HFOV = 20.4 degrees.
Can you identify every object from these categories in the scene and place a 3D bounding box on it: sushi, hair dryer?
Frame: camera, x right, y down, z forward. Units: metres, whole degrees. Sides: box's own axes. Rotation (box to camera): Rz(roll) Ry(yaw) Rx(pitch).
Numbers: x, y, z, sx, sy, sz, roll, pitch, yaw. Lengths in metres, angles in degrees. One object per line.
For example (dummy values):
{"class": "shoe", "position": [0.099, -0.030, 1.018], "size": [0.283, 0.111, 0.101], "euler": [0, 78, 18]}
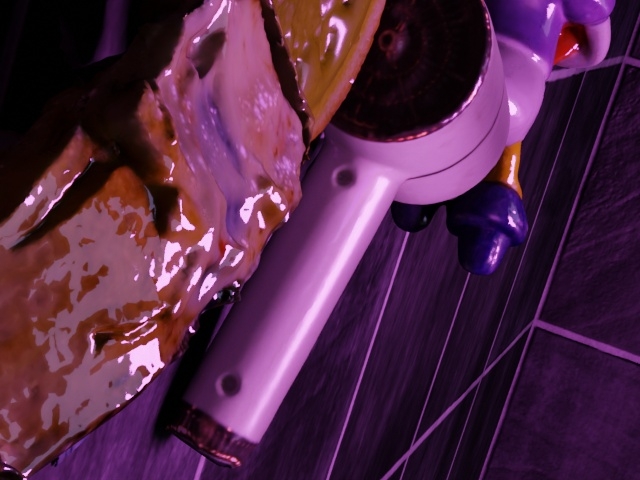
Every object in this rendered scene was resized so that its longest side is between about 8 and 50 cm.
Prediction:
{"class": "sushi", "position": [-0.090, -0.031, 0.706], "size": [0.291, 0.131, 0.139], "euler": [-47, 132, -44]}
{"class": "hair dryer", "position": [0.000, 0.000, 1.158], "size": [0.362, 0.128, 0.203], "euler": [-61, 168, -4]}

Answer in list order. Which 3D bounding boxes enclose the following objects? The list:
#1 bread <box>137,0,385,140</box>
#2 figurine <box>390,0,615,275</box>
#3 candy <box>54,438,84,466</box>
{"class": "bread", "position": [-0.017, -0.147, 0.925], "size": [0.236, 0.070, 0.236], "euler": [20, 90, -76]}
{"class": "figurine", "position": [0.141, -0.187, 1.353], "size": [0.193, 0.154, 0.421], "euler": [-11, 121, -71]}
{"class": "candy", "position": [-0.102, 0.054, 0.962], "size": [0.136, 0.038, 0.088], "euler": [-53, 174, -32]}
